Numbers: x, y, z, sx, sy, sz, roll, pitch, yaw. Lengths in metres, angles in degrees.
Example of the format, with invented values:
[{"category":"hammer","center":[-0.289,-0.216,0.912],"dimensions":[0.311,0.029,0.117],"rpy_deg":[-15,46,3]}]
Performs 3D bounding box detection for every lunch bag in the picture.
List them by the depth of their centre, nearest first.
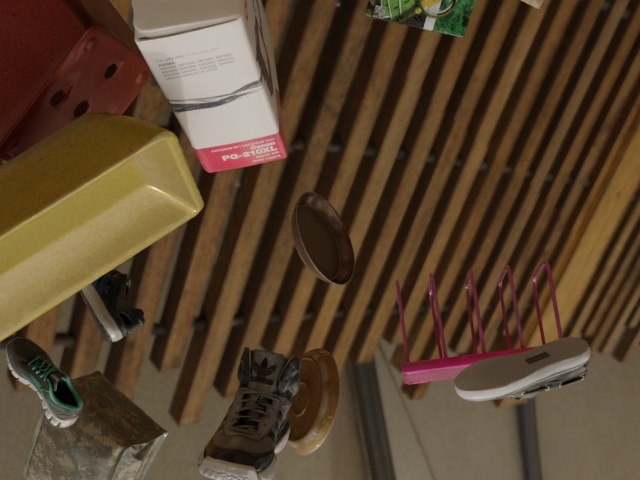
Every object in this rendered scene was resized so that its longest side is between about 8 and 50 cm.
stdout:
[{"category":"lunch bag","center":[-0.507,0.476,1.772],"dimensions":[0.235,0.287,0.169],"rpy_deg":[35,-165,21]}]

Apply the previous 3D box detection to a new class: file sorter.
[{"category":"file sorter","center":[0.288,0.153,1.512],"dimensions":[0.290,0.182,0.202],"rpy_deg":[-8,164,5]}]

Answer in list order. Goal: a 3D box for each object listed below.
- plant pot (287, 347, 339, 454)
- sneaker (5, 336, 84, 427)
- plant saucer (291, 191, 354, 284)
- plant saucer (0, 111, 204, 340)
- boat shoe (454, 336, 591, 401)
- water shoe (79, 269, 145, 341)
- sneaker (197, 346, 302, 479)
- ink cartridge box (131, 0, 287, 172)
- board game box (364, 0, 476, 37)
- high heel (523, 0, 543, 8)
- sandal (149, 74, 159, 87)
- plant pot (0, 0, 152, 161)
[{"category":"plant pot","center":[-0.034,0.352,1.796],"dimensions":[0.032,0.236,0.236],"rpy_deg":[17,-159,-27]},{"category":"sneaker","center":[-0.430,0.217,1.286],"dimensions":[0.166,0.076,0.065],"rpy_deg":[52,-132,-5]},{"category":"plant saucer","center":[0.000,0.000,1.367],"dimensions":[0.168,0.029,0.168],"rpy_deg":[41,-144,-40]},{"category":"plant saucer","center":[-0.294,-0.008,0.849],"dimensions":[0.081,0.332,0.333],"rpy_deg":[55,172,6]},{"category":"boat shoe","center":[0.200,0.135,0.793],"dimensions":[0.142,0.040,0.049],"rpy_deg":[-15,-155,-9]},{"category":"water shoe","center":[-0.357,0.075,1.344],"dimensions":[0.080,0.073,0.203],"rpy_deg":[-23,-113,-21]},{"category":"sneaker","center":[-0.092,0.229,1.103],"dimensions":[0.101,0.153,0.268],"rpy_deg":[11,-177,6]},{"category":"ink cartridge box","center":[-0.108,-0.206,0.824],"dimensions":[0.100,0.237,0.172],"rpy_deg":[-10,-115,4]},{"category":"board game box","center":[0.151,-0.382,0.964],"dimensions":[0.136,0.260,0.030],"rpy_deg":[4,-153,-24]},{"category":"high heel","center":[0.085,-0.248,0.503],"dimensions":[0.082,0.117,0.244],"rpy_deg":[9,-148,-40]},{"category":"sandal","center":[-0.244,-0.295,1.377],"dimensions":[0.090,0.060,0.219],"rpy_deg":[17,177,-13]},{"category":"plant pot","center":[-0.362,-0.222,0.956],"dimensions":[0.236,0.267,0.267],"rpy_deg":[39,-176,10]}]
